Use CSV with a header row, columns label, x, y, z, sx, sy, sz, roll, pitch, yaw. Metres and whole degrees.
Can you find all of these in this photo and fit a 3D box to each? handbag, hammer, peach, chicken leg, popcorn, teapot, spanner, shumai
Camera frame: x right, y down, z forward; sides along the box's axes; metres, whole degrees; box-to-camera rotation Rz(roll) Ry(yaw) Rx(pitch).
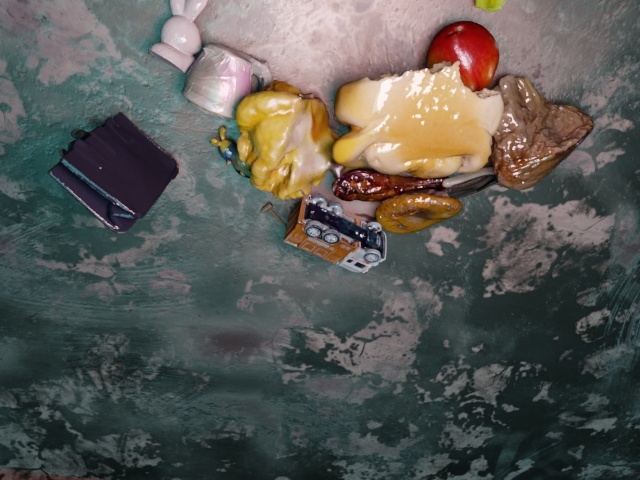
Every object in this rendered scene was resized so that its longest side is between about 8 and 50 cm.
label,x,y,z,sx,sy,sz,roll,pitch,yaw
handbag,-0.545,-0.193,1.220,0.118,0.325,0.269,-34,114,21
hammer,-0.141,-0.075,1.495,0.036,0.019,0.110,-35,122,15
peach,0.371,-0.479,1.213,0.198,0.197,0.197,-2,119,-4
chicken leg,0.204,-0.172,1.401,0.408,0.158,0.095,-4,86,-29
popcorn,-0.088,-0.272,1.258,0.297,0.281,0.315,-28,117,-39
teapot,-0.232,-0.410,1.215,0.222,0.163,0.178,21,111,-17
spanner,0.532,-0.197,1.450,0.325,0.040,0.095,-18,136,-4
shumai,0.586,-0.315,1.347,0.346,0.217,0.283,-40,76,-14

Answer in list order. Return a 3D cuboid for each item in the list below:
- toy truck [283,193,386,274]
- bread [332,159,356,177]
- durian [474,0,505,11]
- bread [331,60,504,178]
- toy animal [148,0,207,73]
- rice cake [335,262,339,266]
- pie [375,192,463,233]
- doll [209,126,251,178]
label,x,y,z,sx,sy,sz,roll,pitch,yaw
toy truck,0.045,-0.008,1.432,0.306,0.136,0.162,25,138,-19
bread,0.091,-0.258,1.380,0.157,0.083,0.094,-23,104,11
durian,0.455,-0.703,1.147,0.139,0.101,0.250,-10,127,-41
bread,0.243,-0.287,1.157,0.425,0.329,0.245,3,80,-15
toy animal,-0.346,-0.545,1.181,0.104,0.131,0.220,23,90,18
rice cake,0.000,0.001,1.533,0.222,0.042,0.080,35,105,-19
pie,0.299,-0.088,1.428,0.274,0.069,0.273,-5,162,-2
doll,-0.238,-0.246,1.354,0.089,0.102,0.179,-6,137,50
